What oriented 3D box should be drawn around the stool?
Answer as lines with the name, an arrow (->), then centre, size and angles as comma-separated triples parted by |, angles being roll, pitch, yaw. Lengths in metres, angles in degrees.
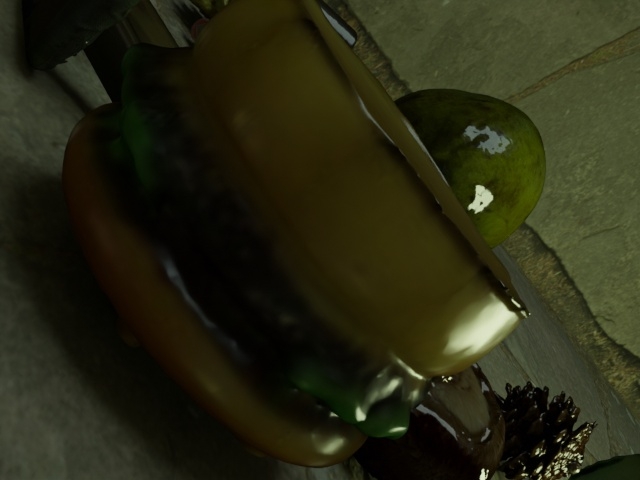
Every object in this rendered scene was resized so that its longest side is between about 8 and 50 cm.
stool -> -0.140, -0.271, 1.238 | 0.226, 0.310, 0.310 | 45, 18, -33

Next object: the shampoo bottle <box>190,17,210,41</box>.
shampoo bottle -> -0.138, -0.300, 1.871 | 0.108, 0.051, 0.221 | 46, 8, 26

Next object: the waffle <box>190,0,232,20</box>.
waffle -> -0.105, -0.346, 1.931 | 0.261, 0.056, 0.250 | 29, 0, 7

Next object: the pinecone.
pinecone -> 0.321, 0.289, 1.734 | 0.173, 0.173, 0.173 | 49, 13, -16

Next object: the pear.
pear -> 0.250, -0.130, 2.191 | 0.352, 0.352, 0.413 | 55, 16, 9

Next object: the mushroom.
mushroom -> 0.086, 0.153, 1.262 | 0.297, 0.163, 0.278 | 60, 6, 27

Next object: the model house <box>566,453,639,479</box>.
model house -> 0.510, 0.475, 1.853 | 0.189, 0.195, 0.214 | 57, 13, -20

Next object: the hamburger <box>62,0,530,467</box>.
hamburger -> -0.032, -0.001, 0.963 | 0.396, 0.277, 0.396 | 51, 10, -13
